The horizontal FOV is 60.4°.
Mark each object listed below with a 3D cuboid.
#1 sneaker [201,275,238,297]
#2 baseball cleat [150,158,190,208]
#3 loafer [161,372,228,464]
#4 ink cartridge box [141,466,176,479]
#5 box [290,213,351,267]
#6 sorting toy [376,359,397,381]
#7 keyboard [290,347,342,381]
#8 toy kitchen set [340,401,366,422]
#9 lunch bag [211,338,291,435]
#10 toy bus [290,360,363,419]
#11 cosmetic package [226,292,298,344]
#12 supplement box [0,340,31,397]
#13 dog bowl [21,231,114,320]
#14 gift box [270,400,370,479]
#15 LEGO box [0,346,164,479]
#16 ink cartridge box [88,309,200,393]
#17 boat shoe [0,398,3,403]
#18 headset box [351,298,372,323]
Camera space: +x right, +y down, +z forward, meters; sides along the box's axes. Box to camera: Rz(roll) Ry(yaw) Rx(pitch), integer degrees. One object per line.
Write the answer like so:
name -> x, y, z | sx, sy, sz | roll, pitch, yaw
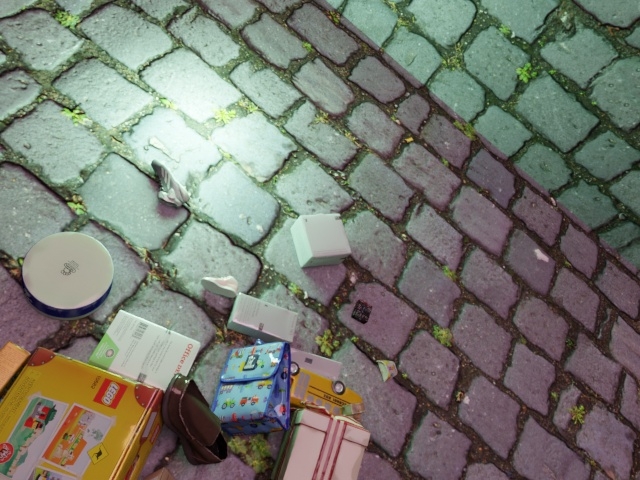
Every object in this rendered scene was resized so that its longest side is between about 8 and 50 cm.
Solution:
sneaker -> -0.354, 0.153, 1.960 | 0.134, 0.051, 0.070 | 21, 38, -3
baseball cleat -> -0.575, -0.208, 2.025 | 0.206, 0.072, 0.109 | 45, 61, 6
loafer -> -0.345, 0.518, 1.588 | 0.130, 0.366, 0.134 | 1, 40, 15
ink cartridge box -> -0.423, 0.766, 1.463 | 0.193, 0.088, 0.235 | 58, 10, -16
box -> 0.000, 0.000, 2.169 | 0.180, 0.119, 0.182 | -4, 66, -28
sorting toy -> 0.263, 0.489, 2.095 | 0.075, 0.045, 0.083 | 4, 61, -46
keyboard -> -0.046, 0.439, 1.964 | 0.255, 0.014, 0.072 | 20, 79, -16
toy kitchen set -> 0.125, 0.575, 1.822 | 0.083, 0.075, 0.068 | -3, 68, -27
lunch bag -> -0.208, 0.455, 1.764 | 0.138, 0.220, 0.293 | 50, 34, -41
toy bus -> -0.024, 0.529, 1.885 | 0.332, 0.108, 0.130 | 26, 57, -13
cosmetic package -> -0.203, 0.283, 1.941 | 0.231, 0.085, 0.117 | 20, 58, -14
supplement box -> -0.914, 0.401, 1.529 | 0.080, 0.078, 0.233 | 31, 55, -8
dog bowl -> -0.791, 0.110, 1.728 | 0.264, 0.104, 0.265 | 12, 60, -20
gift box -> -0.016, 0.660, 1.737 | 0.255, 0.276, 0.258 | 24, 68, -11
LEGO box -> -0.676, 0.579, 1.416 | 0.372, 0.193, 0.500 | 18, 56, 6
ink cartridge box -> -0.534, 0.364, 1.678 | 0.272, 0.115, 0.198 | 24, 45, -5
boat shoe -> -0.884, 0.527, 1.482 | 0.066, 0.066, 0.183 | 37, 65, -29
headset box -> 0.164, 0.276, 2.157 | 0.062, 0.032, 0.083 | 30, 54, -10
